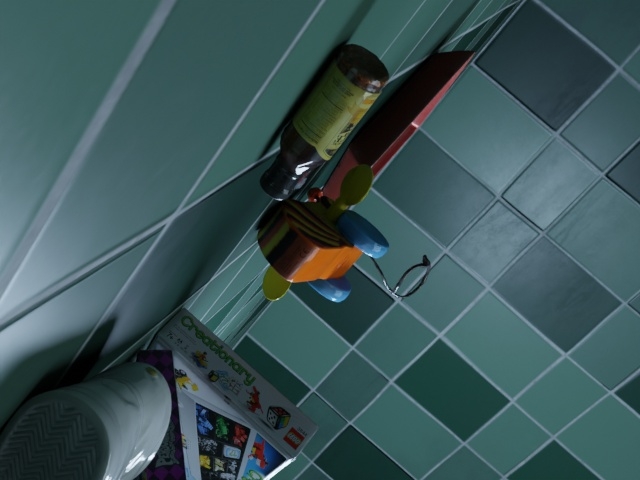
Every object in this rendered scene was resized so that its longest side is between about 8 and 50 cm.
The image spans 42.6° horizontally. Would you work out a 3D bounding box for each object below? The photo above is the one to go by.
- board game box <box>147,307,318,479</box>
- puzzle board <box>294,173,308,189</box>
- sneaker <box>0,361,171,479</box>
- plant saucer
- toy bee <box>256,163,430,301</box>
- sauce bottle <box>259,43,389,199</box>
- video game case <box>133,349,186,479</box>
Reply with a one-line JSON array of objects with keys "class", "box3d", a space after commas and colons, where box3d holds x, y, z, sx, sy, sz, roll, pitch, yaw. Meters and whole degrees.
[{"class": "board game box", "box3d": [-0.143, 0.220, 0.967, 0.053, 0.193, 0.305, -47, 177, -38]}, {"class": "puzzle board", "box3d": [0.001, -0.092, 0.830, 0.096, 0.011, 0.128, -49, 178, -8]}, {"class": "sneaker", "box3d": [-0.216, 0.218, 0.621, 0.292, 0.108, 0.169, -51, 175, 9]}, {"class": "plant saucer", "box3d": [0.096, -0.153, 1.218, 0.258, 0.048, 0.259, -48, 177, -21]}, {"class": "toy bee", "box3d": [0.000, 0.000, 1.025, 0.195, 0.162, 0.298, -41, 153, -3]}, {"class": "sauce bottle", "box3d": [-0.001, -0.080, 0.587, 0.128, 0.042, 0.042, -50, 178, 36]}, {"class": "video game case", "box3d": [-0.164, 0.262, 0.810, 0.232, 0.042, 0.210, -108, -155, -46]}]
